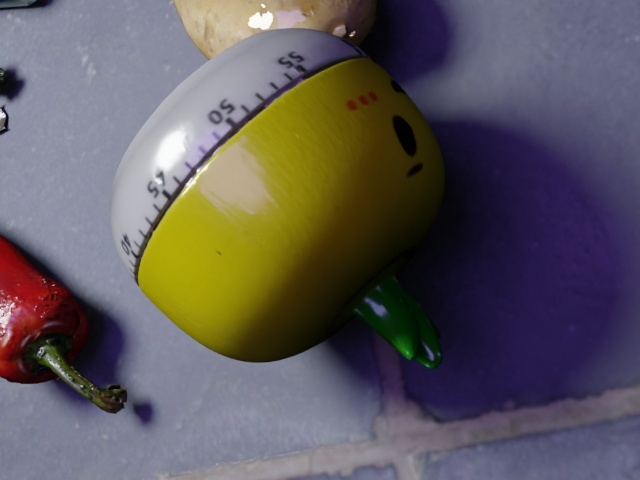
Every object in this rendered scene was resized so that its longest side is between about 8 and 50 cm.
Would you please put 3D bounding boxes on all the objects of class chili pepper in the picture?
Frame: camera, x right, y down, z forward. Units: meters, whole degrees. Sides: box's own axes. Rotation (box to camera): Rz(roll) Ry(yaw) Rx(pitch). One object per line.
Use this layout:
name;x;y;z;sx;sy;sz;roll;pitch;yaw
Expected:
chili pepper;-0.335;0.052;1.030;0.387;0.110;0.110;36;97;33

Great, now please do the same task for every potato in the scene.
potato;-0.046;-0.213;0.932;0.234;0.128;0.161;4;65;33

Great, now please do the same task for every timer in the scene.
timer;0.000;0.000;0.788;0.285;0.285;0.285;-6;76;27

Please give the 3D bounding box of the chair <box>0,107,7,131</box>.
chair;-0.402;-0.128;1.142;0.086;0.042;0.037;-27;72;21

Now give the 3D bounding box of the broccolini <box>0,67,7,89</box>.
broccolini;-0.438;-0.154;1.158;0.194;0.052;0.054;-29;81;13

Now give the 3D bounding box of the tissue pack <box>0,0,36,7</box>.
tissue pack;-0.389;-0.404;1.172;0.177;0.089;0.263;5;83;30
